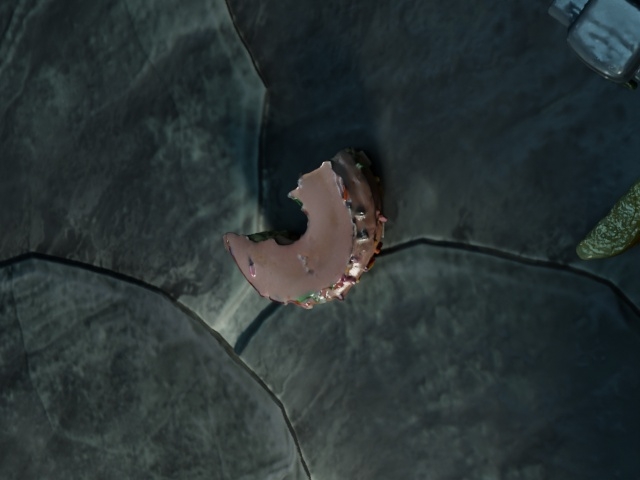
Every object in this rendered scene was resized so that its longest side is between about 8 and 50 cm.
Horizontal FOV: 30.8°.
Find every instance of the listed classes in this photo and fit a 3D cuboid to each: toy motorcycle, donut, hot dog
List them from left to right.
[{"bbox_3d":[0.000,0.000,1.021,0.166,0.065,0.117,-36,80,34],"label":"donut"},{"bbox_3d":[0.235,-0.013,0.890,0.034,0.030,0.090,46,121,13],"label":"hot dog"},{"bbox_3d":[0.250,-0.212,0.741,0.125,0.187,0.274,41,121,17],"label":"toy motorcycle"}]
